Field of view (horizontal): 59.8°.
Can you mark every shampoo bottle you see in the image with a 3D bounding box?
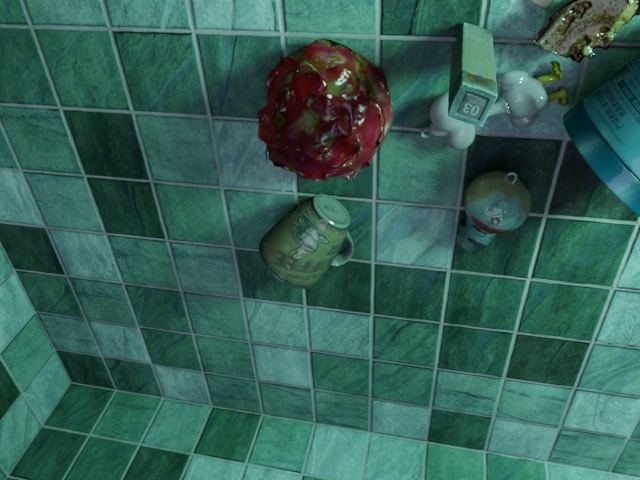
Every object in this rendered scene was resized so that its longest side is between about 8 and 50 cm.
[{"bbox_3d":[0.780,-0.267,1.213,0.331,0.331,0.342,36,127,-14],"label":"shampoo bottle"}]

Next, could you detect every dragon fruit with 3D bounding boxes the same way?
[{"bbox_3d":[-0.003,-0.308,1.467,0.386,0.249,0.371,-26,113,29],"label":"dragon fruit"}]

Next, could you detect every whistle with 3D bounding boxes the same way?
[{"bbox_3d":[0.474,-0.061,1.581,0.189,0.189,0.348,17,141,2],"label":"whistle"}]

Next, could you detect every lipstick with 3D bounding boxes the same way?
[{"bbox_3d":[0.332,-0.376,1.220,0.079,0.372,0.076,18,131,1],"label":"lipstick"}]

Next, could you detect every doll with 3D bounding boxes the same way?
[{"bbox_3d":[0.429,-0.331,1.414,0.365,0.094,0.160,-14,126,25],"label":"doll"}]

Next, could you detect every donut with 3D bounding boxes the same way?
[{"bbox_3d":[0.585,-0.487,1.225,0.144,0.126,0.187,33,126,-2],"label":"donut"}]

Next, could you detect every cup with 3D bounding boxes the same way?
[{"bbox_3d":[0.000,0.000,1.743,0.301,0.227,0.257,16,133,-36],"label":"cup"}]

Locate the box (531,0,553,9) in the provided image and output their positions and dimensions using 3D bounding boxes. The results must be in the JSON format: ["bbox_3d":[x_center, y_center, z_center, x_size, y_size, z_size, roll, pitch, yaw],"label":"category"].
[{"bbox_3d":[0.519,-0.575,1.235,0.048,0.025,0.115,28,130,-1],"label":"box"}]
